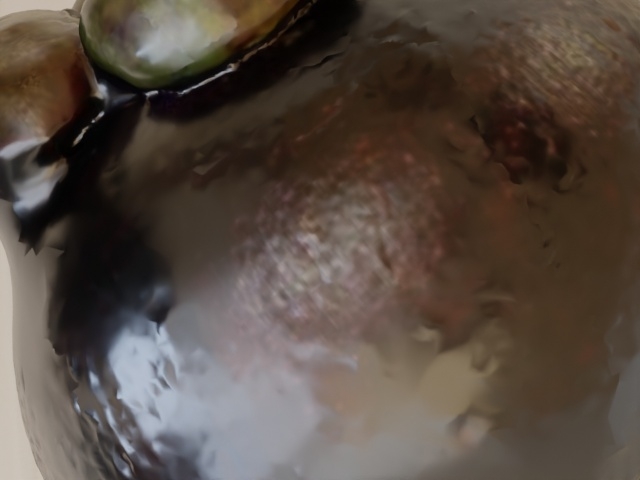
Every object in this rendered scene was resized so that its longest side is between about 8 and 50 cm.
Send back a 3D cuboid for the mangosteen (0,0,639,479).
[{"bbox_3d":[0.003,0.013,0.652,0.313,0.297,0.297,20,-121,-19],"label":"mangosteen"}]
